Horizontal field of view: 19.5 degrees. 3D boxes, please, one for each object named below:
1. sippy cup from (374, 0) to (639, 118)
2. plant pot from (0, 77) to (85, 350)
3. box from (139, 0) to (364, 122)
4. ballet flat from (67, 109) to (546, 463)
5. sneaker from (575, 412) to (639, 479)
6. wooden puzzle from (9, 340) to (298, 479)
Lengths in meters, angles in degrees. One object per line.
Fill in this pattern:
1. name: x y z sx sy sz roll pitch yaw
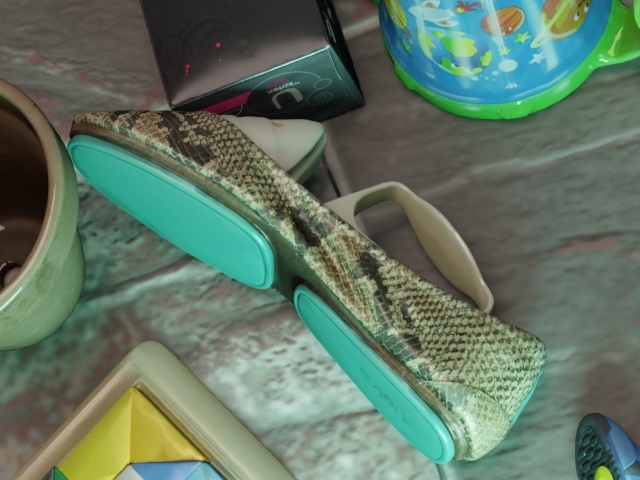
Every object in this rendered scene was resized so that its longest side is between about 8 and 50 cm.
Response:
1. sippy cup: 0.148 -0.259 1.706 0.305 0.224 0.240 -16 67 9
2. plant pot: -0.321 0.002 1.727 0.263 0.229 0.263 -5 69 13
3. box: -0.083 -0.243 1.802 0.165 0.143 0.270 -21 67 8
4. ballet flat: 0.000 0.000 1.691 0.483 0.164 0.182 38 69 13
5. sneaker: 0.287 0.236 1.587 0.082 0.069 0.209 -9 54 -24
6. wooden puzzle: -0.170 0.238 1.704 0.239 0.044 0.221 -45 66 -5
